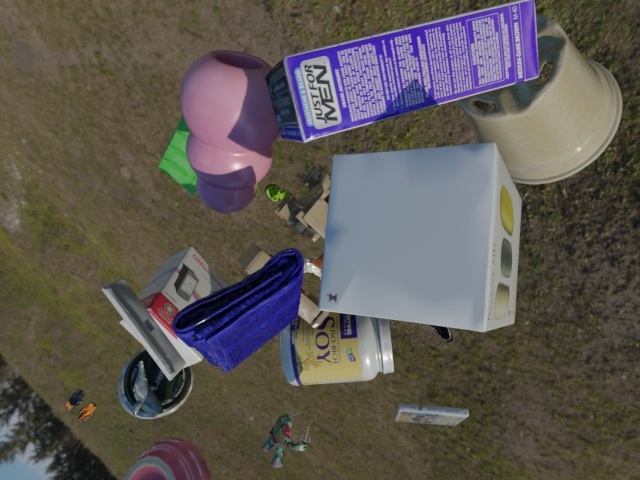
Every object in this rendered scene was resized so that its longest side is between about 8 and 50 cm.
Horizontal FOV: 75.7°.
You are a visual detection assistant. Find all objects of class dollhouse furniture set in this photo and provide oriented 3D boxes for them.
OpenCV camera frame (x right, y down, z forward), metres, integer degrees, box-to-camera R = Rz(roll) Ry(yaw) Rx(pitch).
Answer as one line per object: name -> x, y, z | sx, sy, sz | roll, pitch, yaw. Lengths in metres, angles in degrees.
dollhouse furniture set -> 0.000, 0.000, 1.170 | 0.256, 0.394, 0.362 | 43, 173, -18

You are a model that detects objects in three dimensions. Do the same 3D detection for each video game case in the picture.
video game case -> 0.242, 0.391, 0.921 | 0.143, 0.019, 0.157 | 2, 150, 8

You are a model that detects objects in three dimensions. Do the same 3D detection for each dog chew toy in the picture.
dog chew toy -> -0.185, -0.201, 0.847 | 0.206, 0.206, 0.332 | 31, 128, 19

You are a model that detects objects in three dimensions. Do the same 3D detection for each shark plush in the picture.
shark plush -> -0.498, 0.425, 1.194 | 0.067, 0.073, 0.162 | -10, 82, 11

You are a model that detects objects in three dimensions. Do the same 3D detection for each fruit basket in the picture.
fruit basket -> -0.385, -0.321, 1.568 | 0.390, 0.283, 0.392 | 4, 145, 3

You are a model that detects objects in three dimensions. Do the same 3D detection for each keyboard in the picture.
keyboard -> -0.400, 0.200, 0.945 | 0.014, 0.072, 0.256 | -32, 96, 12

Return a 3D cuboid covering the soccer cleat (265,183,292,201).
soccer cleat -> -0.174, -0.181, 1.562 | 0.072, 0.060, 0.179 | 21, -175, 21

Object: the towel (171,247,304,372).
towel -> -0.125, 0.146, 0.754 | 0.076, 0.227, 0.308 | 55, 162, 17

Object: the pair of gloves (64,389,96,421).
pair of gloves -> -0.666, 0.461, 1.147 | 0.083, 0.074, 0.010 | 45, -171, 7

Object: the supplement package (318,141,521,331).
supplement package -> 0.154, 0.009, 0.568 | 0.197, 0.200, 0.262 | 2, 173, 32

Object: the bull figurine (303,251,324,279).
bull figurine -> 0.021, 0.141, 2.233 | 0.101, 0.310, 0.189 | -13, 101, 37

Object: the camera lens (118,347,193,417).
camera lens -> -0.554, 0.476, 1.378 | 0.219, 0.219, 0.274 | 45, 145, -2

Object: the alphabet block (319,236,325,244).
alphabet block -> 0.076, -0.092, 1.580 | 0.192, 0.197, 0.194 | 52, 164, 41

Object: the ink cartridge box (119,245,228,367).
ink cartridge box -> -0.420, 0.198, 1.249 | 0.131, 0.306, 0.226 | -25, 117, 23

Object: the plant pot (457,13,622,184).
plant pot -> 0.468, -0.329, 0.936 | 0.333, 0.335, 0.305 | 8, 176, 42

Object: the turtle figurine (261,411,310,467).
turtle figurine -> -0.138, 0.736, 1.560 | 0.234, 0.118, 0.175 | -61, 34, 20

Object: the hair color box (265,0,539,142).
hair color box -> 0.104, -0.235, 0.591 | 0.185, 0.338, 0.110 | -133, 28, -70

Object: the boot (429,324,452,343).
boot -> 0.377, 0.180, 1.370 | 0.091, 0.229, 0.263 | -32, 99, 32

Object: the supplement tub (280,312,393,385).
supplement tub -> 0.055, 0.326, 1.308 | 0.330, 0.241, 0.241 | -7, 130, 7

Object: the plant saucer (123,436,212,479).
plant saucer -> -0.418, 0.693, 1.063 | 0.331, 0.333, 0.084 | 15, 171, 36
